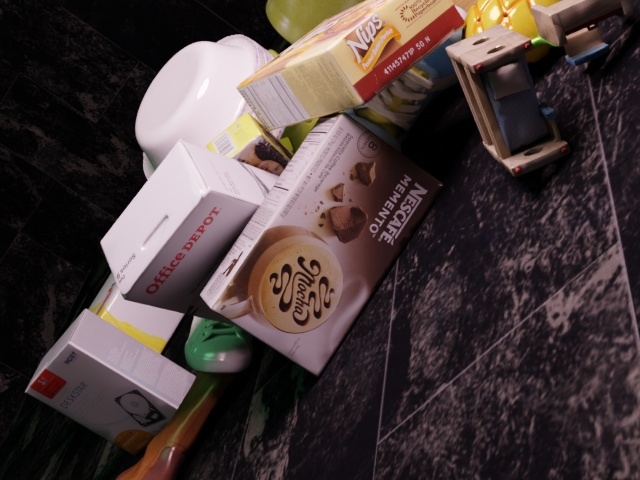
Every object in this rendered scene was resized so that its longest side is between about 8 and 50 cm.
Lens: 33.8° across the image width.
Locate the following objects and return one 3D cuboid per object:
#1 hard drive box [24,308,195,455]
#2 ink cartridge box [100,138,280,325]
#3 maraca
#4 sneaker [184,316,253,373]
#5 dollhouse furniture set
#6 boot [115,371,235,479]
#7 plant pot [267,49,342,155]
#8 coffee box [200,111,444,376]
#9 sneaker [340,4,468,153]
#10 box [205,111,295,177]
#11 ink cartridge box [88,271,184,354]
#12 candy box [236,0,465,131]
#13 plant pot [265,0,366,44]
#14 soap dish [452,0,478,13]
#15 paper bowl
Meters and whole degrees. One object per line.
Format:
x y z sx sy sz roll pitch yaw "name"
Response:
-0.368 0.252 1.848 0.181 0.232 0.089 -45 18 37 "hard drive box"
-0.131 0.002 1.504 0.211 0.289 0.121 -49 49 20 "ink cartridge box"
0.253 -0.265 1.283 0.185 0.099 0.127 0 50 43 "maraca"
-0.162 0.116 1.659 0.290 0.106 0.123 -112 21 -73 "sneaker"
0.251 -0.174 1.107 0.183 0.129 0.129 -24 19 3 "dollhouse furniture set"
-0.205 0.315 1.556 0.280 0.096 0.264 -53 6 -18 "boot"
-0.067 -0.188 1.894 0.228 0.207 0.227 -54 14 9 "plant pot"
0.000 0.000 1.361 0.297 0.168 0.119 -56 15 -3 "coffee box"
0.110 -0.192 1.521 0.208 0.127 0.319 -62 7 -28 "sneaker"
-0.069 -0.095 1.587 0.087 0.232 0.058 -39 52 11 "box"
-0.425 0.185 2.308 0.385 0.160 0.279 -61 16 -19 "ink cartridge box"
0.029 -0.242 1.394 0.183 0.087 0.316 -40 14 -19 "candy box"
0.060 -0.558 2.094 0.353 0.366 0.366 -59 10 37 "plant pot"
0.297 -0.410 1.401 0.229 0.118 0.291 -61 15 -19 "soap dish"
-0.185 -0.203 1.688 0.284 0.148 0.284 -34 39 33 "paper bowl"
